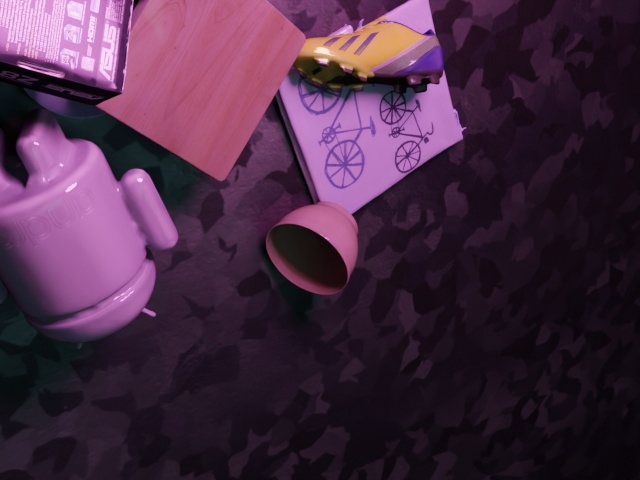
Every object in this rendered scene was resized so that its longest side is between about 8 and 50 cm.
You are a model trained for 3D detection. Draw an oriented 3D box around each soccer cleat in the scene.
[{"bbox_3d":[0.076,-0.311,1.328,0.289,0.093,0.121,-2,82,-30],"label":"soccer cleat"}]

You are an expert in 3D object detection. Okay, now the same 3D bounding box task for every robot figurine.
[{"bbox_3d":[-0.357,0.000,1.129,0.299,0.200,0.353,-17,123,5],"label":"robot figurine"}]

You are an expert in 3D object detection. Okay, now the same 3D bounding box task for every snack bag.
[{"bbox_3d":[0.094,-0.237,1.438,0.342,0.037,0.323,-34,126,-17],"label":"snack bag"}]

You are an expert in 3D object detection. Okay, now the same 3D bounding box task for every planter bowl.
[{"bbox_3d":[0.000,0.000,1.417,0.109,0.162,0.162,-54,135,-39],"label":"planter bowl"}]

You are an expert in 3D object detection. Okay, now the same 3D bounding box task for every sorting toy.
[{"bbox_3d":[-0.185,-0.258,1.164,0.255,0.089,0.257,32,88,-46],"label":"sorting toy"}]

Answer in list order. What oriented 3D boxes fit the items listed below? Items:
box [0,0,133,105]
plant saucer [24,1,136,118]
[{"bbox_3d":[-0.365,-0.387,0.933,0.318,0.097,0.395,10,82,-38],"label":"box"},{"bbox_3d":[-0.336,-0.269,1.128,0.195,0.037,0.195,-15,119,-30],"label":"plant saucer"}]
